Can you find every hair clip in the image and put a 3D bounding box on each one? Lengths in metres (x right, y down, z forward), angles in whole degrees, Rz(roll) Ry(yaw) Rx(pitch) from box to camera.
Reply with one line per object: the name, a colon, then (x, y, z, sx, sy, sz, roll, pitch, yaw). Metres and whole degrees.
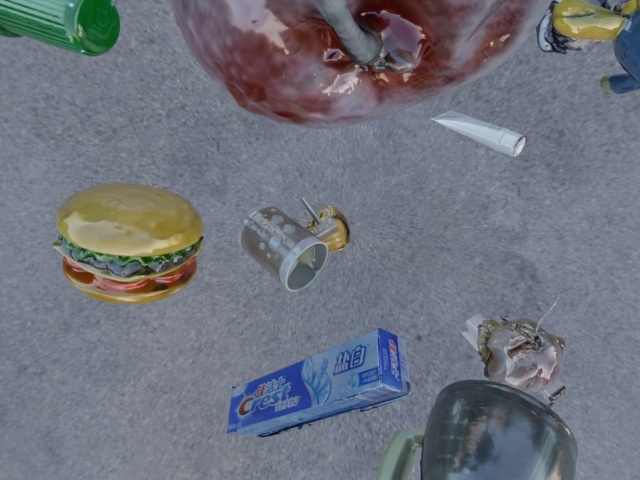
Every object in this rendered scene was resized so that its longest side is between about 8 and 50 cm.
hair clip: (0.571, 0.366, 1.417, 0.085, 0.101, 0.331, -26, 51, -23)

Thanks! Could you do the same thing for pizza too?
pizza: (0.000, 0.000, 1.714, 0.287, 0.251, 0.074, -41, 56, 20)

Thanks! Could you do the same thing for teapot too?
teapot: (0.230, 0.379, 0.770, 0.321, 0.239, 0.240, 9, 126, 33)

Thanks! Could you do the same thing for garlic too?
garlic: (0.470, 0.217, 1.094, 0.206, 0.207, 0.257, 8, 102, 3)

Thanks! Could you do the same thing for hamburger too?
hamburger: (-0.215, 0.000, 0.533, 0.161, 0.162, 0.115, 15, 114, 3)

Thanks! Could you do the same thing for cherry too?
cherry: (0.036, -0.261, 0.385, 0.326, 0.291, 0.335, 13, 86, 35)

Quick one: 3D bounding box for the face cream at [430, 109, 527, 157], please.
face cream: (0.408, -0.284, 1.203, 0.243, 0.092, 0.058, 36, 137, 35)

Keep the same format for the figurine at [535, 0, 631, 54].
figurine: (0.582, -0.494, 1.019, 0.222, 0.145, 0.146, 3, 93, 46)

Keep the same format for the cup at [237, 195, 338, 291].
cup: (-0.042, -0.006, 0.581, 0.099, 0.074, 0.102, 37, 95, 27)

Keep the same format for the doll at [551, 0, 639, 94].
doll: (0.226, -0.117, 0.283, 0.179, 0.102, 0.089, 24, 55, -24)

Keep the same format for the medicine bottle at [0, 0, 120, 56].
medicine bottle: (-0.314, -0.234, 0.431, 0.308, 0.111, 0.076, 25, 86, 18)

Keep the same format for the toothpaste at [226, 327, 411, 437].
toothpaste: (-0.016, 0.179, 0.556, 0.272, 0.053, 0.066, -32, 45, 38)
